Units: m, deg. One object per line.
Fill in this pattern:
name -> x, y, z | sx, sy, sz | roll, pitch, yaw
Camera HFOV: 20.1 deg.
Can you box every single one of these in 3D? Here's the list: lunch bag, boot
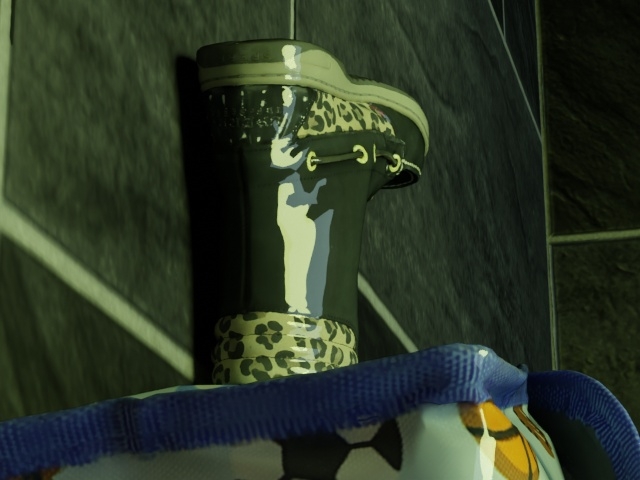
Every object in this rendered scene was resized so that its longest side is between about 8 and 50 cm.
lunch bag -> 0.015, 0.209, 0.644 | 0.385, 0.239, 0.328 | 38, 44, -78
boot -> -0.002, 0.000, 0.973 | 0.236, 0.085, 0.178 | 22, 65, -68
